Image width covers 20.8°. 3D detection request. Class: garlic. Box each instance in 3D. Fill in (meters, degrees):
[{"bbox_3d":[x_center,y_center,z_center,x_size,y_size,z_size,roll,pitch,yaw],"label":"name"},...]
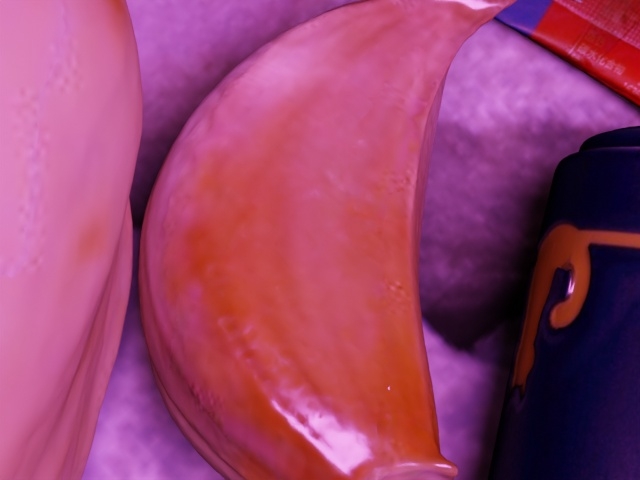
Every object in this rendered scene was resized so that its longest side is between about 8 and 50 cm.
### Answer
[{"bbox_3d":[-0.006,-0.003,0.609,0.115,0.128,0.206,17,76,-21],"label":"garlic"}]

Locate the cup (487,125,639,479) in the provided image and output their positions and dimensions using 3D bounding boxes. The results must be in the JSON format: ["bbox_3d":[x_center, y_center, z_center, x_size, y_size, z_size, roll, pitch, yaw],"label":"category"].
[{"bbox_3d":[0.167,0.101,0.591,0.178,0.255,0.256,15,85,-37],"label":"cup"}]

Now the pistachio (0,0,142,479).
[{"bbox_3d":[-0.169,-0.002,0.530,0.238,0.229,0.321,-2,102,-40],"label":"pistachio"}]

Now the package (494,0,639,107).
[{"bbox_3d":[0.118,-0.096,0.672,0.200,0.022,0.083,30,120,-8],"label":"package"}]
